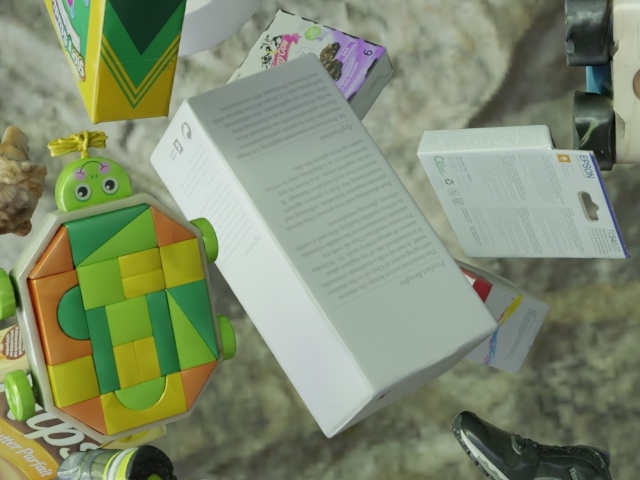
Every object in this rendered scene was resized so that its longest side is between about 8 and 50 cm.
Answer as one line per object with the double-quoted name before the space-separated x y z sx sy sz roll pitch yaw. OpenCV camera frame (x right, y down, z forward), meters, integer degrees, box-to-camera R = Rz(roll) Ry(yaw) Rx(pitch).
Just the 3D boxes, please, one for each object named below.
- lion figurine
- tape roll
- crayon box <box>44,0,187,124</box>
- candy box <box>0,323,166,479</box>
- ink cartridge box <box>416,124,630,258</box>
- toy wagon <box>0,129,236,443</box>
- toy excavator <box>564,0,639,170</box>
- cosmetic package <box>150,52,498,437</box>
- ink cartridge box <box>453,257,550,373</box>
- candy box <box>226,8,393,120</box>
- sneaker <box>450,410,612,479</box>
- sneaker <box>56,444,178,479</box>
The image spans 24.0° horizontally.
"lion figurine" -0.577 -0.050 2.238 0.392 0.142 0.240 -16 -4 7
"tape roll" -0.232 -0.444 2.474 0.286 0.286 0.100 -12 -33 12
"crayon box" -0.256 -0.372 1.748 0.106 0.363 0.313 -10 -37 -21
"candy box" -0.367 0.204 1.829 0.316 0.087 0.183 -21 -56 4
"ink cartridge box" 0.257 -0.057 1.861 0.224 0.045 0.223 2 -36 26
"toy wagon" -0.238 0.049 1.689 0.267 0.344 0.068 -15 14 -26
"toy excavator" 0.447 -0.342 2.028 0.222 0.433 0.445 -1 22 12
"cosmetic package" 0.000 0.000 1.983 0.230 0.453 0.161 -24 -15 -34
"ink cartridge box" 0.242 0.114 2.361 0.176 0.127 0.128 19 9 -36
"candy box" -0.018 -0.241 2.269 0.196 0.165 0.070 24 -22 24
"sneaker" 0.296 0.291 1.908 0.124 0.283 0.107 -49 5 0
"sneaker" -0.219 0.334 1.819 0.121 0.111 0.300 9 -39 24
